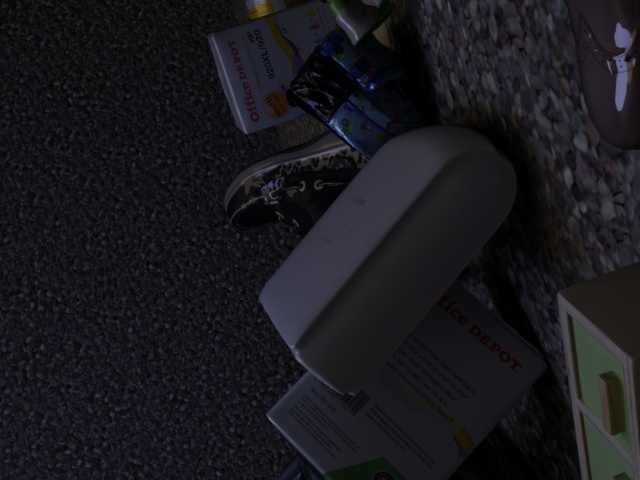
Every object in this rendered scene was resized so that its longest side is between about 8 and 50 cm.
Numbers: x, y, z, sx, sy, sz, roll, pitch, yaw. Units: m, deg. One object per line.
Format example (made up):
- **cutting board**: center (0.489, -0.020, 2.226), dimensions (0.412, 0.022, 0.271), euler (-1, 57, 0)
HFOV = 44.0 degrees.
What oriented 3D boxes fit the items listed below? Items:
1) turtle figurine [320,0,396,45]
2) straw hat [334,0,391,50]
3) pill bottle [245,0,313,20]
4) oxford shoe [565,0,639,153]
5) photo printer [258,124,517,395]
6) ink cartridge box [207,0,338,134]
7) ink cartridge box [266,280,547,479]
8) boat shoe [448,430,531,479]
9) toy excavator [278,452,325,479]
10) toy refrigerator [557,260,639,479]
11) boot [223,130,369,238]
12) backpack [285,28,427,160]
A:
- **turtle figurine**: center (0.008, -0.389, 0.949), dimensions (0.266, 0.198, 0.275), euler (45, -145, 0)
- **straw hat**: center (0.054, -0.302, 1.175), dimensions (0.144, 0.061, 0.144), euler (161, 90, -85)
- **pill bottle**: center (-0.051, -0.386, 1.500), dimensions (0.136, 0.136, 0.245), euler (-129, 21, -73)
- **oxford shoe**: center (0.130, -0.206, 0.424), dimensions (0.130, 0.133, 0.363), euler (-125, 17, -67)
- **photo printer**: center (0.072, 0.000, 0.885), dimensions (0.107, 0.307, 0.256), euler (40, 180, -16)
- **ink cartridge box**: center (-0.051, -0.294, 1.318), dimensions (0.168, 0.233, 0.171), euler (-129, 21, -74)
- **ink cartridge box**: center (0.105, 0.192, 0.971), dimensions (0.201, 0.278, 0.117), euler (42, 167, 17)
- **boat shoe**: center (0.239, 0.337, 1.215), dimensions (0.095, 0.112, 0.335), euler (59, 174, -30)
- **toy excavator**: center (0.145, 0.483, 1.120), dimensions (0.445, 0.222, 0.433), euler (5, -142, -51)
- **toy refrigerator**: center (0.257, 0.161, 0.616), dimensions (0.102, 0.094, 0.269), euler (-120, 13, -62)
- **boot**: center (0.000, 0.000, 1.227), dimensions (0.138, 0.377, 0.284), euler (10, -114, -49)
- **backpack**: center (0.067, -0.185, 1.044), dimensions (0.173, 0.117, 0.158), euler (44, -149, 11)
